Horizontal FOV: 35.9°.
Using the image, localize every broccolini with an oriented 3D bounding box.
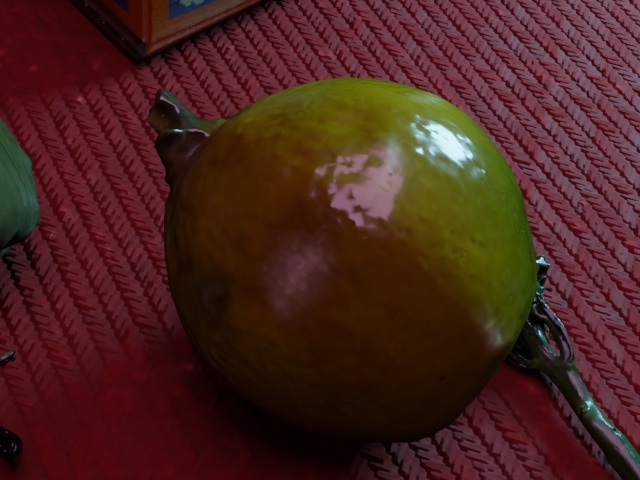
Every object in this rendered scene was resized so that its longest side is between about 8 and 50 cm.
[{"bbox_3d":[0.170,0.105,0.624,0.071,0.058,0.254,-42,58,15],"label":"broccolini"}]

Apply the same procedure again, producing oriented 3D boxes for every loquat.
[{"bbox_3d":[0.000,0.000,0.566,0.246,0.213,0.213,35,54,-9],"label":"loquat"}]

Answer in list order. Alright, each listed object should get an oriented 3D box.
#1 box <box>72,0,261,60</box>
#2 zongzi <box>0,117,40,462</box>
[{"bbox_3d":[-0.101,-0.391,0.819,0.349,0.256,0.318,-34,65,-30],"label":"box"},{"bbox_3d":[-0.358,-0.055,0.642,0.181,0.418,0.447,-44,110,-49],"label":"zongzi"}]
